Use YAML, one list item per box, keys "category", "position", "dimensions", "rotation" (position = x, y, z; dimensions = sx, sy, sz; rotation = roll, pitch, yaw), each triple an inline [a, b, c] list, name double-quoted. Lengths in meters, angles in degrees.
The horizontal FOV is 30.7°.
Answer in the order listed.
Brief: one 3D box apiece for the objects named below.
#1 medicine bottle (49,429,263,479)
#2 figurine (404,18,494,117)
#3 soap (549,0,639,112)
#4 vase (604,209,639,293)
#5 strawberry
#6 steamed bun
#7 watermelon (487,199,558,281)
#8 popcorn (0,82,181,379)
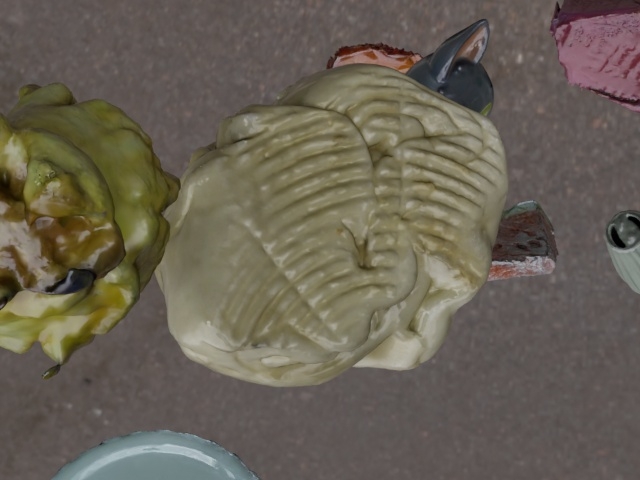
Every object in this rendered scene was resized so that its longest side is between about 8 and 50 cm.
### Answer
- category: "medicine bottle"
  position: [-0.078, 0.235, 0.705]
  dimensions: [0.158, 0.158, 0.318]
  rotation: [8, 150, 7]
- category: "figurine"
  position: [0.117, -0.135, 1.468]
  dimensions: [0.265, 0.140, 0.193]
  rotation: [-32, 165, -10]
- category: "soap"
  position: [0.505, -0.311, 1.863]
  dimensions: [0.289, 0.112, 0.182]
  rotation: [24, 132, 3]
- category: "vase"
  position: [0.504, 0.014, 1.790]
  dimensions: [0.128, 0.128, 0.248]
  rotation: [-11, 160, 28]
- category: "strawberry"
  position: [0.072, -0.231, 1.714]
  dimensions: [0.140, 0.085, 0.192]
  rotation: [40, 114, -10]
- category: "steamed bun"
  position: [-0.003, -0.001, 1.032]
  dimensions: [0.276, 0.289, 0.203]
  rotation: [25, 165, -14]
- category: "watermelon"
  position: [0.254, 0.023, 1.552]
  dimensions: [0.139, 0.187, 0.071]
  rotation: [29, 142, 52]
- category: "popcorn"
  position: [-0.175, -0.009, 0.652]
  dimensions: [0.168, 0.195, 0.174]
  rotation: [-26, 87, 12]
